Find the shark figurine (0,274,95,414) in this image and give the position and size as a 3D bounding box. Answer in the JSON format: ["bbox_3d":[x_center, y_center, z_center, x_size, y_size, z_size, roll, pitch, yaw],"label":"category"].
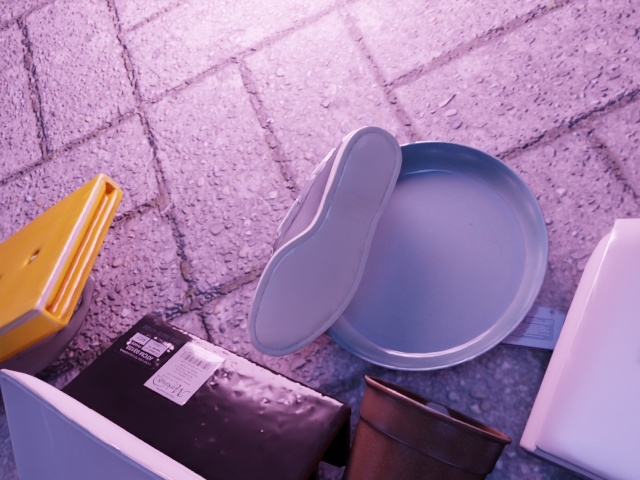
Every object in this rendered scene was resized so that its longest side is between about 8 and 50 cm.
[{"bbox_3d":[-0.439,0.151,0.865,0.278,0.116,0.166,-31,63,5],"label":"shark figurine"}]

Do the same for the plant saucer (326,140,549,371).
[{"bbox_3d":[0.129,0.016,0.772,0.318,0.043,0.317,-8,65,18],"label":"plant saucer"}]

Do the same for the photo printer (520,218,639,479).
[{"bbox_3d":[0.386,0.130,0.615,0.256,0.107,0.307,21,75,24],"label":"photo printer"}]

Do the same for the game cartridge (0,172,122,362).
[{"bbox_3d":[-0.437,0.072,0.831,0.324,0.052,0.285,-29,34,22],"label":"game cartridge"}]

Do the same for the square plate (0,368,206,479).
[{"bbox_3d":[-0.198,0.330,0.641,0.344,0.347,0.049,20,32,24],"label":"square plate"}]

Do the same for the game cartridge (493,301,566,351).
[{"bbox_3d":[0.255,0.104,0.720,0.083,0.017,0.056,6,73,20],"label":"game cartridge"}]

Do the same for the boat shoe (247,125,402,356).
[{"bbox_3d":[0.000,0.000,0.771,0.116,0.099,0.319,29,85,-18],"label":"boat shoe"}]

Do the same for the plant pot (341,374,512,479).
[{"bbox_3d":[0.096,0.255,0.633,0.167,0.167,0.165,19,83,24],"label":"plant pot"}]

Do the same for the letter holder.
[{"bbox_3d":[-0.129,0.258,0.715,0.302,0.214,0.152,18,42,25],"label":"letter holder"}]
